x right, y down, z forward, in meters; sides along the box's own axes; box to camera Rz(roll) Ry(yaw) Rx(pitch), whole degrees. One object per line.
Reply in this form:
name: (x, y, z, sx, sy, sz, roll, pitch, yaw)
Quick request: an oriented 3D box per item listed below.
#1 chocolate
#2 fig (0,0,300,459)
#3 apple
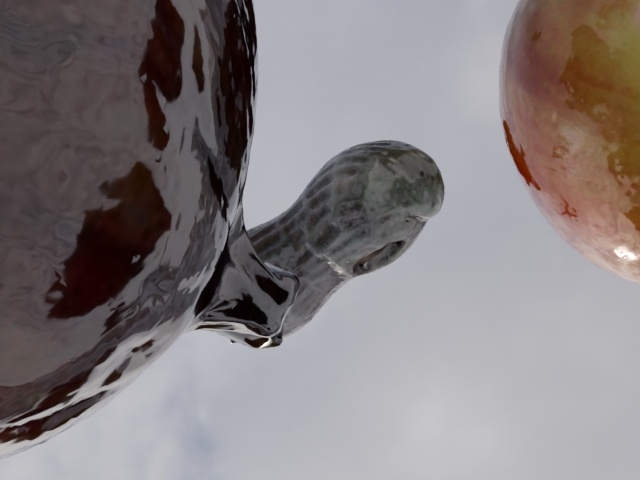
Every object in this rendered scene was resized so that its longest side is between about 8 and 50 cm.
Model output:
chocolate: (0.000, 0.000, 1.479, 0.248, 0.110, 0.110, -35, -33, 17)
fig: (-0.108, -0.039, 0.513, 0.235, 0.214, 0.235, -61, -10, -19)
apple: (0.258, -0.112, 1.180, 0.286, 0.233, 0.286, -19, -52, -26)
